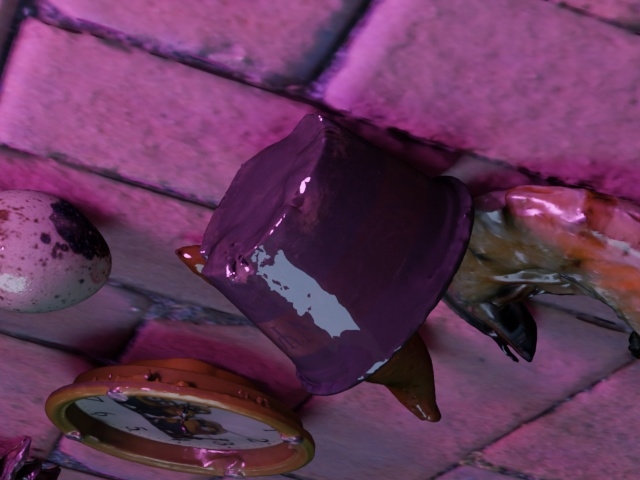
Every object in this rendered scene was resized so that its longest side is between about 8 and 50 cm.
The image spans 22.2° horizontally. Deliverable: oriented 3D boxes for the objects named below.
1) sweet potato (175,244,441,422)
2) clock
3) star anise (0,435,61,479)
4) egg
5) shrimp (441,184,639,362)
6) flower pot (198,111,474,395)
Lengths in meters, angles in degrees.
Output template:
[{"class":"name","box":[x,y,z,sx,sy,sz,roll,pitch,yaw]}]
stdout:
[{"class":"sweet potato","box":[0.009,0.061,1.181,0.249,0.059,0.069,30,161,-26]},{"class":"clock","box":[-0.116,0.146,1.398,0.237,0.057,0.237,8,156,4]},{"class":"star anise","box":[-0.334,0.244,1.656,0.141,0.042,0.141,-6,151,-4]},{"class":"egg","box":[-0.196,0.009,1.116,0.110,0.085,0.085,13,155,-19]},{"class":"shrimp","box":[0.198,0.060,1.108,0.233,0.071,0.365,6,156,30]},{"class":"flower pot","box":[0.000,0.000,0.969,0.107,0.157,0.157,35,147,-19]}]
